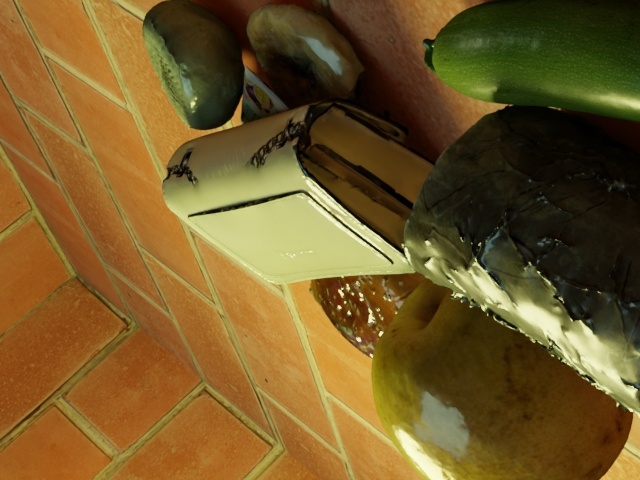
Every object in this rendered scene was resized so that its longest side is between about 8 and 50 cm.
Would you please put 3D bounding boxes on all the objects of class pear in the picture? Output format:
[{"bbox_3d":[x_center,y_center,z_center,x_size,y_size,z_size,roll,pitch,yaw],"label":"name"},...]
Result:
[{"bbox_3d":[0.221,0.175,1.401,0.314,0.314,0.314,40,159,19],"label":"pear"}]

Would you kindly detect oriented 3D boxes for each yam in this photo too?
[{"bbox_3d":[0.255,0.019,1.099,0.348,0.241,0.241,37,158,43],"label":"yam"}]

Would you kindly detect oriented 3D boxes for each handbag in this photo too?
[{"bbox_3d":[-0.030,-0.068,1.527,0.236,0.160,0.358,31,159,-28],"label":"handbag"}]

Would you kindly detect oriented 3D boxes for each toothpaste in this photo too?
[{"bbox_3d":[-0.081,-0.185,1.605,0.314,0.058,0.056,151,120,-84],"label":"toothpaste"}]

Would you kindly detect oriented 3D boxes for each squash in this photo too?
[{"bbox_3d":[0.217,-0.168,1.039,0.395,0.107,0.107,20,147,58],"label":"squash"}]

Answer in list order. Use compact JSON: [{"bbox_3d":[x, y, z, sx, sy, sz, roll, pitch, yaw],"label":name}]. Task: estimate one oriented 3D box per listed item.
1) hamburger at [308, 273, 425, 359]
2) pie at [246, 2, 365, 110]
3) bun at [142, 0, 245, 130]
[{"bbox_3d":[0.090,0.068,1.701,0.286,0.146,0.243,20,139,55],"label":"hamburger"},{"bbox_3d":[-0.022,-0.229,1.493,0.185,0.052,0.218,46,163,10],"label":"pie"},{"bbox_3d":[-0.170,-0.253,1.637,0.195,0.118,0.196,157,90,-80],"label":"bun"}]
